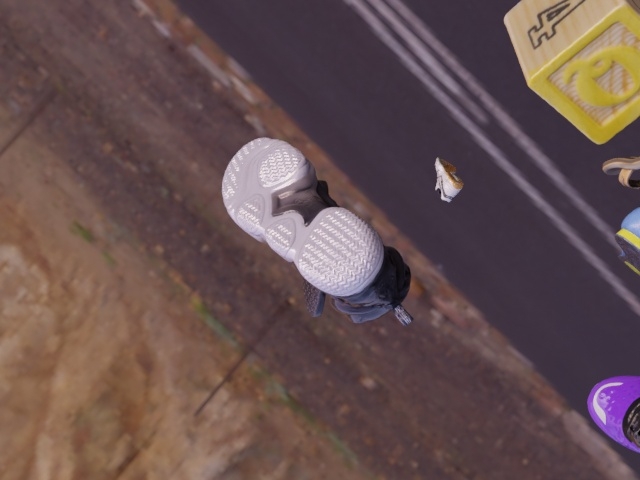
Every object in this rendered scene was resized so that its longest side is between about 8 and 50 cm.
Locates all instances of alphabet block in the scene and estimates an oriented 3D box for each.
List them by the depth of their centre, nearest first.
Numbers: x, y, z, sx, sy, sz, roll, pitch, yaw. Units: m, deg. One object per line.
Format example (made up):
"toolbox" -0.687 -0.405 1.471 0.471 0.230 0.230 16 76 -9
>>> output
"alphabet block" 0.428 -0.305 1.971 0.192 0.193 0.197 32 -150 -30

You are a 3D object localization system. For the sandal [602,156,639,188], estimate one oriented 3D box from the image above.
"sandal" 0.479 -0.101 1.893 0.072 0.049 0.180 -4 -177 -17

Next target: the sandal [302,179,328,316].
"sandal" 0.007 0.009 1.585 0.040 0.179 0.067 11 156 -19

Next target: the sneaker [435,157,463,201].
"sneaker" 0.168 -0.083 1.731 0.032 0.037 0.083 23 -155 -19

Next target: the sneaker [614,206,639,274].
"sneaker" 0.419 0.002 1.583 0.069 0.082 0.209 39 178 22

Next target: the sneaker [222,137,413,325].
"sneaker" 0.000 0.000 1.346 0.268 0.101 0.153 45 179 45

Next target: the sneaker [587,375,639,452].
"sneaker" 0.445 0.237 1.597 0.293 0.102 0.146 26 180 44
